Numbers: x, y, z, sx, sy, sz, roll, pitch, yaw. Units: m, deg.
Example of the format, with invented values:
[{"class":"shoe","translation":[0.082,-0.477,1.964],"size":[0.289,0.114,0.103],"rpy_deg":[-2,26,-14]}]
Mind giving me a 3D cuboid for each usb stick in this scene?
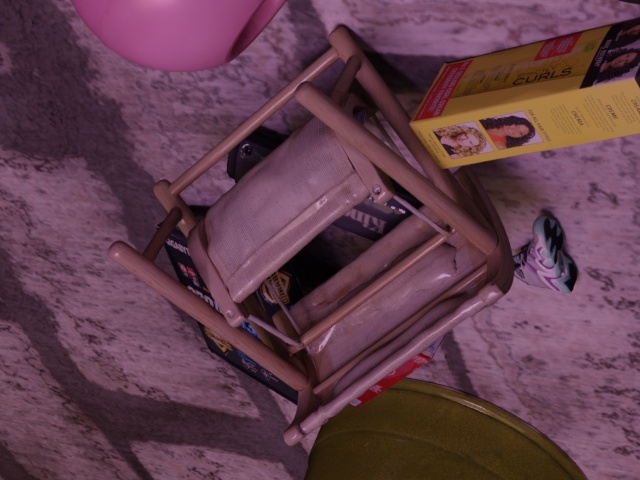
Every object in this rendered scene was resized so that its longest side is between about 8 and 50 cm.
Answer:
[{"class":"usb stick","translation":[0.038,-0.037,1.397],"size":[0.278,0.045,0.077],"rpy_deg":[23,147,11]}]

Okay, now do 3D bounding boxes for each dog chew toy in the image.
[{"class":"dog chew toy","translation":[-0.168,-0.284,1.103],"size":[0.332,0.206,0.206],"rpy_deg":[39,146,0]}]

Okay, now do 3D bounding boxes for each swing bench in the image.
[{"class":"swing bench","translation":[0.000,0.000,1.259],"size":[0.253,0.165,0.254],"rpy_deg":[-38,103,25]}]

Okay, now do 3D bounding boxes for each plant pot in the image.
[{"class":"plant pot","translation":[0.095,0.411,1.664],"size":[0.366,0.353,0.366],"rpy_deg":[20,145,15]}]

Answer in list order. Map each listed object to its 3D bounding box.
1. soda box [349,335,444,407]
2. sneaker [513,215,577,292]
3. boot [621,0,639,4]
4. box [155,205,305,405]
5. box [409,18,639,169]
[{"class":"soda box","translation":[0.060,0.095,1.474],"size":[0.083,0.092,0.263],"rpy_deg":[33,158,-4]},{"class":"sneaker","translation":[0.199,0.014,1.350],"size":[0.069,0.038,0.098],"rpy_deg":[4,138,32]},{"class":"boot","translation":[0.305,-0.208,0.957],"size":[0.229,0.091,0.263],"rpy_deg":[26,151,-4]},{"class":"box","translation":[-0.080,0.068,1.513],"size":[0.220,0.051,0.175],"rpy_deg":[24,140,55]},{"class":"box","translation":[0.188,-0.119,1.144],"size":[0.232,0.087,0.058],"rpy_deg":[-8,130,44]}]
